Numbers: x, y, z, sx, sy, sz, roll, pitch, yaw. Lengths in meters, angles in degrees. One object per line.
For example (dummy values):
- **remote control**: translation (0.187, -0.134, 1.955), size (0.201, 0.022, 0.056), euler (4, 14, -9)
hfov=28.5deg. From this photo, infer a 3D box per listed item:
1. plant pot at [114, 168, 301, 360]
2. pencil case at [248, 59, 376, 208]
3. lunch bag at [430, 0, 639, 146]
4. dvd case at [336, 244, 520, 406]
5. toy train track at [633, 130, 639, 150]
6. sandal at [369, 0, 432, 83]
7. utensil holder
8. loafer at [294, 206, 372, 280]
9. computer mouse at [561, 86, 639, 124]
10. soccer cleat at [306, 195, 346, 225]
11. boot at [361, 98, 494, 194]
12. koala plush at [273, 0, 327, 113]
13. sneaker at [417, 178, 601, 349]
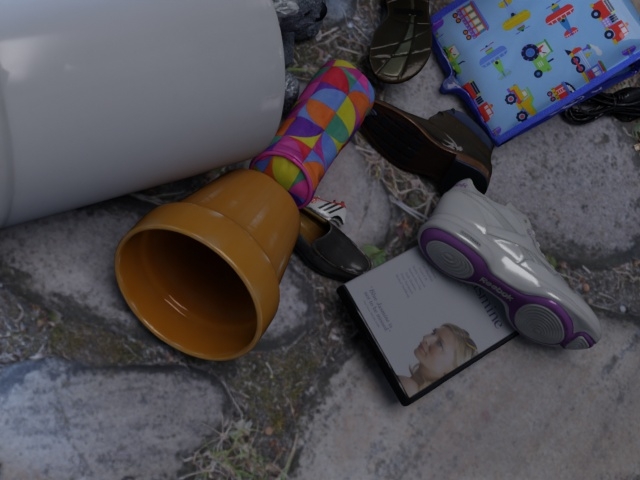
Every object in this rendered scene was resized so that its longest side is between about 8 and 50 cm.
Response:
- **plant pot**: translation (-0.120, 0.013, 1.568), size (0.205, 0.205, 0.188), euler (42, 46, -5)
- **pencil case**: translation (-0.008, -0.143, 1.681), size (0.104, 0.104, 0.236), euler (40, 46, -6)
- **lunch bag**: translation (0.310, -0.291, 1.868), size (0.293, 0.138, 0.221), euler (-29, 83, -4)
- **dvd case**: translation (0.156, 0.095, 1.722), size (0.253, 0.022, 0.180), euler (-26, 84, -38)
- **toy train track**: translation (0.525, -0.138, 1.990), size (0.048, 0.014, 0.083), euler (-18, 81, -27)
- **sandal**: translation (0.117, -0.305, 1.850), size (0.090, 0.060, 0.219), euler (6, 53, -2)
- **utensil holder**: translation (-0.279, -0.203, 1.492), size (0.385, 0.327, 0.328), euler (-17, 80, -28)
- **loafer**: translation (0.000, 0.000, 1.688), size (0.170, 0.061, 0.062), euler (29, 62, -13)
- **computer mouse**: translation (0.441, -0.323, 1.986), size (0.188, 0.072, 0.272), euler (-7, 75, -24)
- **soccer cleat**: translation (-0.002, -0.041, 1.722), size (0.083, 0.029, 0.036), euler (10, 64, -25)
- **boot**: translation (0.155, -0.151, 1.816), size (0.219, 0.082, 0.106), euler (35, 41, -5)
- **koala plush**: translation (-0.073, -0.314, 1.675), size (0.203, 0.221, 0.196), euler (23, 65, -14)
- **sneaker**: translation (0.283, 0.031, 1.746), size (0.305, 0.114, 0.152), euler (39, 53, -12)
